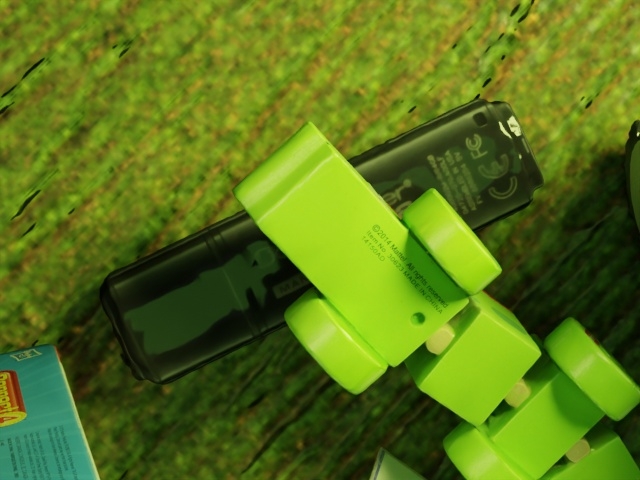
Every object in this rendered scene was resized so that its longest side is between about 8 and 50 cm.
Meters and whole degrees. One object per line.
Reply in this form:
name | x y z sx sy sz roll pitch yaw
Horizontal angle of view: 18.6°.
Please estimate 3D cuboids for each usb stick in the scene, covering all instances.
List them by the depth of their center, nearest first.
usb stick | 0.000 0.000 1.184 0.278 0.045 0.077 -26 99 -4

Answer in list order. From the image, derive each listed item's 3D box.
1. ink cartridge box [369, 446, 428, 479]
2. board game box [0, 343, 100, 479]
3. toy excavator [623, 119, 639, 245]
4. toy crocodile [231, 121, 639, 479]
ink cartridge box | 0.082 0.263 1.192 0.208 0.206 0.045 36 137 -16
board game box | -0.144 0.244 1.074 0.086 0.308 0.302 -13 105 -10
toy excavator | 0.340 0.121 1.167 0.222 0.433 0.445 -9 76 -9
toy crocodile | 0.080 0.059 1.158 0.115 0.105 0.340 -46 115 7
